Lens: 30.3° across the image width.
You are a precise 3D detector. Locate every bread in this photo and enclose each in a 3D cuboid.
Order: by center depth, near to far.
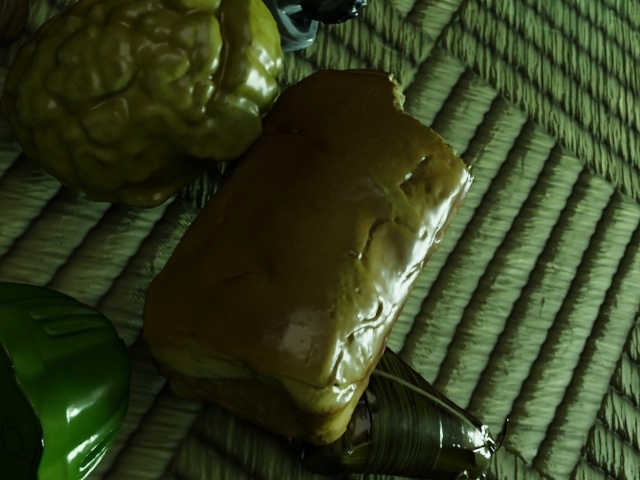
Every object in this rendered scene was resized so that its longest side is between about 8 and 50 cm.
[{"bbox_3d":[-0.003,-0.005,0.971,0.195,0.149,0.344,19,53,12],"label":"bread"}]

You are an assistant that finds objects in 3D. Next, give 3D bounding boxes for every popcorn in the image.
[{"bbox_3d":[-0.148,-0.138,0.973,0.200,0.226,0.203,21,27,-30],"label":"popcorn"}]

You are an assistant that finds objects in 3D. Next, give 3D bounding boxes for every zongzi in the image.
[{"bbox_3d":[0.069,0.124,1.045,0.187,0.084,0.184,14,53,-29],"label":"zongzi"}]

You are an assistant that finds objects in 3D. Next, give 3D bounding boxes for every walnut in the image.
[{"bbox_3d":[-0.284,-0.207,0.992,0.079,0.082,0.096,8,72,-56],"label":"walnut"}]

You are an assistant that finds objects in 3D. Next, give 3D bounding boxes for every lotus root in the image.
[{"bbox_3d":[-0.206,0.103,0.877,0.186,0.186,0.186,9,67,-23],"label":"lotus root"}]

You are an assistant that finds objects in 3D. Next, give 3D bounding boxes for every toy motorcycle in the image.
[{"bbox_3d":[-0.057,-0.285,1.110,0.106,0.159,0.270,-20,65,-41],"label":"toy motorcycle"}]
